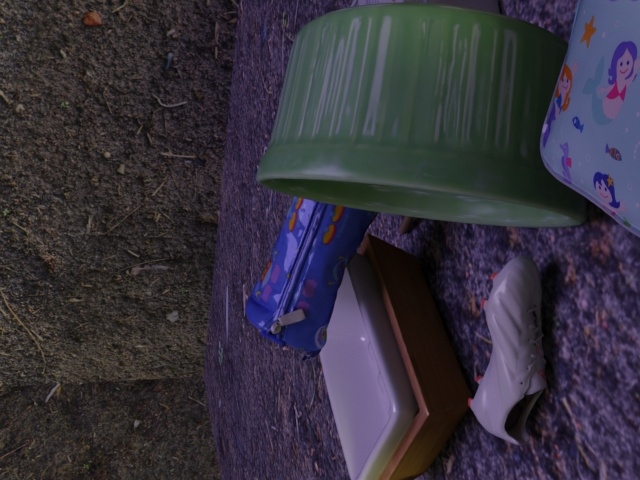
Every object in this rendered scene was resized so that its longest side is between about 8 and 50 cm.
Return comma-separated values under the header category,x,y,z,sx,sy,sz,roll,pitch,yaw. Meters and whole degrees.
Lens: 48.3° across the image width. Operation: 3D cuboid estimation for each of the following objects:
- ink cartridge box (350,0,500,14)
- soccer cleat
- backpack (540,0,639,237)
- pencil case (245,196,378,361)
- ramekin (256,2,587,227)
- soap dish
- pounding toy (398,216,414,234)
category,x,y,z,sx,sy,sz,roll,pitch,yaw
ink cartridge box,0.118,-0.268,0.879,0.176,0.127,0.128,127,139,-63
soccer cleat,0.202,0.113,0.724,0.076,0.068,0.196,32,123,53
backpack,0.249,-0.101,0.376,0.225,0.191,0.254,-117,37,-58
pencil case,0.000,0.000,0.907,0.133,0.119,0.306,-52,-14,-69
ramekin,0.099,-0.105,0.673,0.303,0.303,0.148,-176,94,-73
soap dish,0.091,0.171,0.980,0.229,0.118,0.291,107,157,-43
pounding toy,0.058,-0.089,1.033,0.269,0.154,0.155,-135,48,-68
